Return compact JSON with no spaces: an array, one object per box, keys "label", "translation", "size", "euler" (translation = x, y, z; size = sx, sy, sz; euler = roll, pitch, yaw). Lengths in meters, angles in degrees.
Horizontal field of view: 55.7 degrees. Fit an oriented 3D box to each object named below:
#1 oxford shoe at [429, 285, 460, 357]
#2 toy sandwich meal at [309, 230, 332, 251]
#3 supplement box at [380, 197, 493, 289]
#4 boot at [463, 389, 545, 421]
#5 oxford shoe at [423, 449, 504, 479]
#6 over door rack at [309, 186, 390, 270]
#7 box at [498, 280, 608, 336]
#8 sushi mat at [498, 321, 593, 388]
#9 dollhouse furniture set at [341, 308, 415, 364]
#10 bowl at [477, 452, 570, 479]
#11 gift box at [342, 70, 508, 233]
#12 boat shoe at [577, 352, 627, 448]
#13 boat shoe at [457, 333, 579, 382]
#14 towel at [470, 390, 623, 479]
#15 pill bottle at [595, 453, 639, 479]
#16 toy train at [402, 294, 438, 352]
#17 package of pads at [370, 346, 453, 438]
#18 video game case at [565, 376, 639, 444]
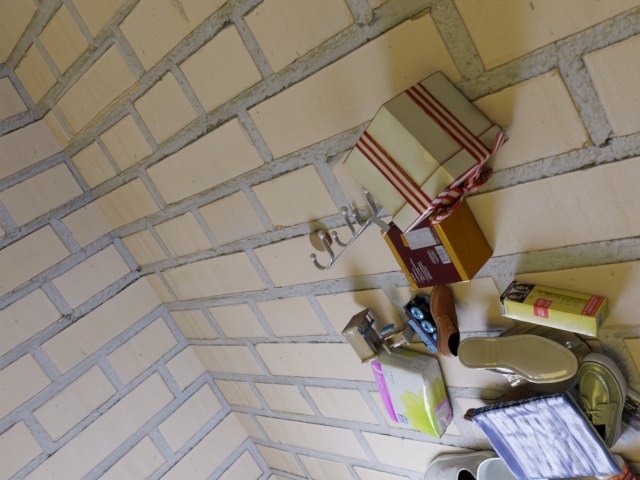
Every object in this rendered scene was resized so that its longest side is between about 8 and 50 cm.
[{"label":"oxford shoe","translation":[0.358,0.222,1.686],"size":[0.076,0.076,0.212],"euler":[-174,72,-72]},{"label":"toy sandwich meal","translation":[0.000,0.000,1.950],"size":[0.086,0.029,0.085],"euler":[32,144,27]},{"label":"supplement box","translation":[0.296,0.005,1.555],"size":[0.194,0.129,0.191],"euler":[-15,110,51]},{"label":"boot","translation":[0.541,0.493,1.762],"size":[0.305,0.112,0.115],"euler":[-20,63,57]},{"label":"oxford shoe","translation":[0.474,0.830,2.085],"size":[0.169,0.130,0.449],"euler":[46,145,4]},{"label":"over door rack","translation":[0.114,-0.065,1.599],"size":[0.108,0.239,0.324],"euler":[47,144,-5]},{"label":"box","translation":[0.555,0.160,1.453],"size":[0.232,0.087,0.058],"euler":[11,128,42]},{"label":"sushi mat","translation":[0.564,0.294,1.617],"size":[0.151,0.019,0.316],"euler":[45,143,7]},{"label":"dollhouse furniture set","translation":[0.191,0.282,1.937],"size":[0.184,0.129,0.129],"euler":[-31,96,29]},{"label":"bowl","translation":[0.634,0.721,1.810],"size":[0.298,0.134,0.297],"euler":[26,135,29]},{"label":"gift box","translation":[0.241,-0.190,1.342],"size":[0.258,0.255,0.276],"euler":[48,150,7]},{"label":"boat shoe","translation":[0.687,0.414,1.488],"size":[0.109,0.094,0.302],"euler":[8,126,44]},{"label":"boat shoe","translation":[0.519,0.303,1.574],"size":[0.324,0.097,0.116],"euler":[-6,76,46]},{"label":"towel","translation":[0.572,0.523,1.583],"size":[0.243,0.040,0.336],"euler":[55,142,1]},{"label":"pill bottle","translation":[0.810,0.654,1.612],"size":[0.152,0.086,0.086],"euler":[50,144,0]},{"label":"toy train","translation":[0.316,0.243,1.787],"size":[0.184,0.080,0.105],"euler":[49,150,2]},{"label":"package of pads","translation":[0.302,0.495,1.996],"size":[0.229,0.101,0.296],"euler":[8,127,43]},{"label":"video game case","translation":[0.733,0.418,1.543],"size":[0.190,0.022,0.173],"euler":[35,141,22]}]
